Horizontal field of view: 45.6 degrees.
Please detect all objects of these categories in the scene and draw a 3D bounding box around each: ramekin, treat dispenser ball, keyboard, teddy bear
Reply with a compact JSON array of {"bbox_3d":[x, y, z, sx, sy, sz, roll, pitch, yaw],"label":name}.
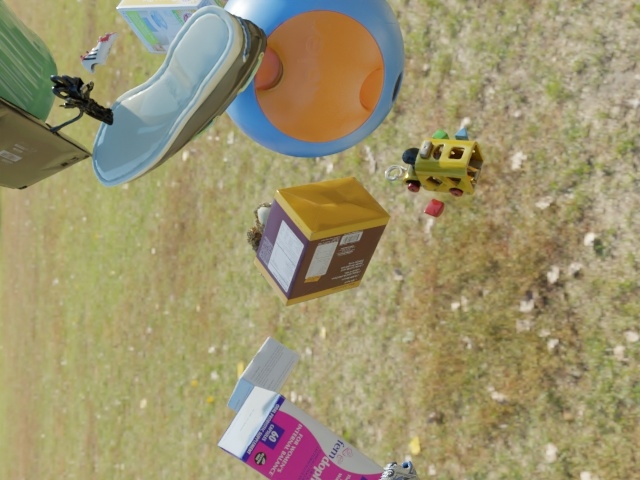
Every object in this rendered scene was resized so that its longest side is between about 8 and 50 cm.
[{"bbox_3d":[-0.528,-0.226,1.022,0.148,0.303,0.303,68,-173,-59],"label":"ramekin"},{"bbox_3d":[-0.018,-0.269,1.139,0.288,0.288,0.288,-178,90,-65],"label":"treat dispenser ball"},{"bbox_3d":[-0.342,-0.130,0.911,0.033,0.201,0.317,64,178,2],"label":"keyboard"},{"bbox_3d":[-0.110,0.010,2.321,0.113,0.245,0.338,-81,-24,-46],"label":"teddy bear"}]

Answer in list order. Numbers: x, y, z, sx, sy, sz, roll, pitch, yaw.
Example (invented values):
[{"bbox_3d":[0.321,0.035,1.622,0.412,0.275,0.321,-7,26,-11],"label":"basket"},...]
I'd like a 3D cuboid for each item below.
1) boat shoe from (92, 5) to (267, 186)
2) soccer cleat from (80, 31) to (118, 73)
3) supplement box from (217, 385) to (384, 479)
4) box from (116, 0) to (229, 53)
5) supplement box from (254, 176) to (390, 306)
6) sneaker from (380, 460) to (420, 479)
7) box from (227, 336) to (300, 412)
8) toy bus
[{"bbox_3d":[-0.188,-0.176,1.002,0.305,0.091,0.109,-41,72,26],"label":"boat shoe"},{"bbox_3d":[-0.354,-0.305,1.234,0.083,0.029,0.036,-34,92,20],"label":"soccer cleat"},{"bbox_3d":[-0.029,0.335,1.174,0.111,0.220,0.114,-57,20,-18],"label":"supplement box"},{"bbox_3d":[-0.232,-0.398,1.321,0.203,0.114,0.103,11,62,34],"label":"box"},{"bbox_3d":[0.000,0.000,1.487,0.129,0.191,0.194,51,136,32],"label":"supplement box"},{"bbox_3d":[0.129,0.448,1.427,0.052,0.135,0.058,-26,73,45],"label":"sneaker"},{"bbox_3d":[-0.170,0.422,2.280,0.181,0.119,0.182,-54,-7,-44],"label":"box"},{"bbox_3d":[0.240,-0.165,1.602,0.104,0.202,0.191,53,-173,-51],"label":"toy bus"}]
